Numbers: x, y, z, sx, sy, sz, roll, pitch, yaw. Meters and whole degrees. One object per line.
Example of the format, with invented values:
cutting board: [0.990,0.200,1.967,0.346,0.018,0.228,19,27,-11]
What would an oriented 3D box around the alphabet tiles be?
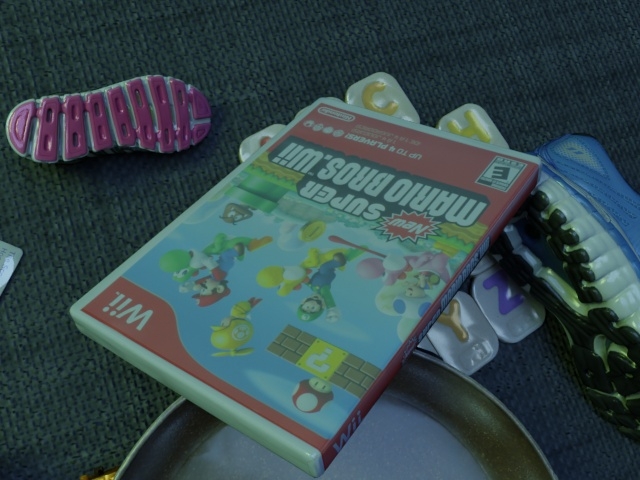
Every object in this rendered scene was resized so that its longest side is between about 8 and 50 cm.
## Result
alphabet tiles: [0.067,-0.007,0.610,0.284,0.021,0.278,-30,84,-17]

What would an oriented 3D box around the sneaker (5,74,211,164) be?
sneaker: [-0.171,-0.096,0.557,0.170,0.075,0.063,-17,107,-36]

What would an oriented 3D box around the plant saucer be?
plant saucer: [0.011,0.218,0.432,0.310,0.050,0.311,2,76,-9]

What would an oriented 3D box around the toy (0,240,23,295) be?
toy: [-0.360,0.017,0.490,0.237,0.056,0.137,23,74,-6]

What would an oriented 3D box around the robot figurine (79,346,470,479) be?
robot figurine: [-0.012,0.191,0.504,0.291,0.085,0.211,-16,81,-13]

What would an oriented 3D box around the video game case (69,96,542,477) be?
video game case: [0.000,0.000,0.482,0.204,0.025,0.285,22,51,30]

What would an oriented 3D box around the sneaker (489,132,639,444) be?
sneaker: [0.279,0.047,0.584,0.147,0.130,0.330,-37,95,-25]
